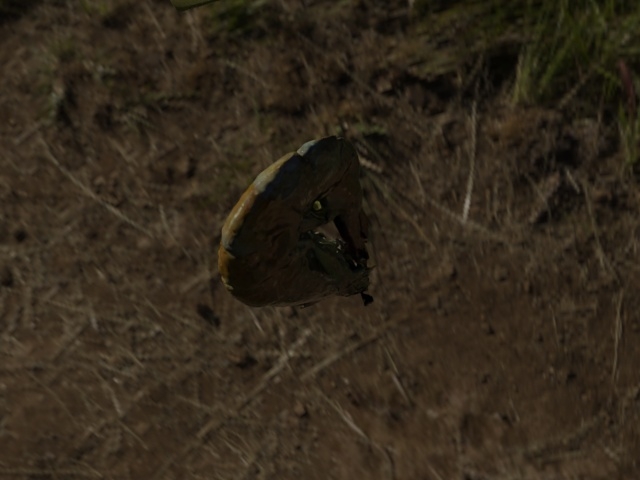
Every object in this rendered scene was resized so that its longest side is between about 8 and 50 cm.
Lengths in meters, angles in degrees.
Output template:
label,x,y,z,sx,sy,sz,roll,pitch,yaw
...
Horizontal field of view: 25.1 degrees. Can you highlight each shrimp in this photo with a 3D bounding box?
label,x,y,z,sx,sy,sz,roll,pitch,yaw
shrimp,0.000,0.000,0.778,0.042,0.190,0.101,38,91,23

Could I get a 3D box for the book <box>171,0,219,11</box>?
label,x,y,z,sx,sy,sz,roll,pitch,yaw
book,-0.075,-0.241,0.939,0.013,0.168,0.192,-34,18,-33
